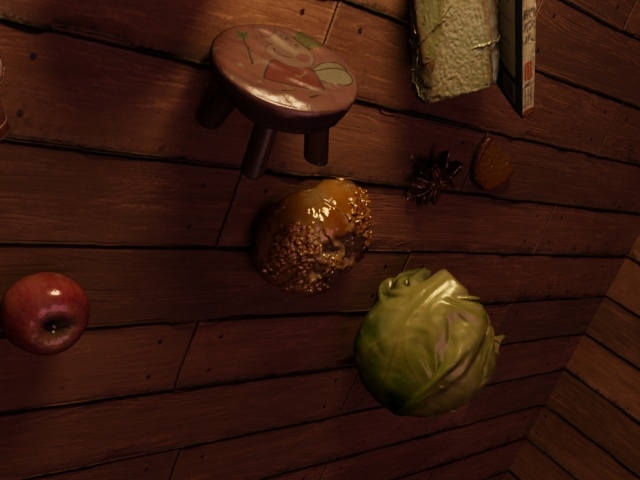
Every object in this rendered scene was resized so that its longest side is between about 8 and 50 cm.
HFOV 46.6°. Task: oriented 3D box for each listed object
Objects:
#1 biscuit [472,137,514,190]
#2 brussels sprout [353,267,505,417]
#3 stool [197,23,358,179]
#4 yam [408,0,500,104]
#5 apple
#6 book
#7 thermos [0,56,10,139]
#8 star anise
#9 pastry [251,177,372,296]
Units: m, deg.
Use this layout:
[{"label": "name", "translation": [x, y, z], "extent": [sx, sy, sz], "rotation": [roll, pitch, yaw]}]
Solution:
[{"label": "biscuit", "translation": [0.477, -0.205, 2.098], "extent": [0.126, 0.025, 0.206], "rotation": [-53, 140, 1]}, {"label": "brussels sprout", "translation": [0.279, 0.309, 2.040], "extent": [0.361, 0.342, 0.425], "rotation": [-46, 130, -19]}, {"label": "stool", "translation": [-0.082, -0.254, 1.362], "extent": [0.272, 0.272, 0.178], "rotation": [-16, 145, -36]}, {"label": "yam", "translation": [0.272, -0.465, 1.574], "extent": [0.202, 0.201, 0.271], "rotation": [-12, 134, 1]}, {"label": "apple", "translation": [-0.498, 0.127, 1.337], "extent": [0.153, 0.120, 0.153], "rotation": [-19, 129, -26]}, {"label": "book", "translation": [0.385, -0.512, 1.581], "extent": [0.039, 0.300, 0.428], "rotation": [-15, 135, -1]}, {"label": "thermos", "translation": [-0.523, -0.252, 1.052], "extent": [0.124, 0.099, 0.232], "rotation": [-2, 127, 2]}, {"label": "star anise", "translation": [0.292, -0.175, 1.897], "extent": [0.177, 0.073, 0.234], "rotation": [-28, 152, -15]}, {"label": "pastry", "translation": [0.000, 0.000, 1.690], "extent": [0.311, 0.162, 0.255], "rotation": [-31, 134, -26]}]
